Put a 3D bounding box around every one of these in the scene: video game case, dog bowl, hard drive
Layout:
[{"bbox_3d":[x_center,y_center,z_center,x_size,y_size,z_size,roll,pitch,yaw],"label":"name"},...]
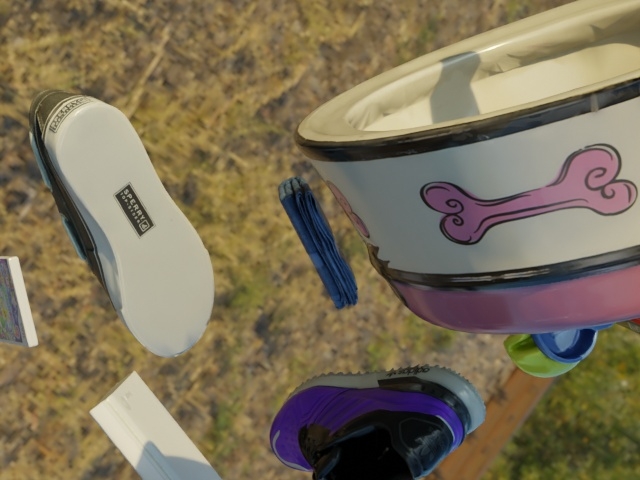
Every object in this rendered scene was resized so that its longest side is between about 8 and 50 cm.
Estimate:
[{"bbox_3d":[-0.310,0.058,1.174,0.011,0.087,0.122,-15,-172,-32],"label":"video game case"},{"bbox_3d":[0.197,-0.071,0.823,0.408,0.408,0.150,-37,112,-51],"label":"dog bowl"},{"bbox_3d":[-0.184,0.321,1.621,0.040,0.307,0.203,-38,-178,3],"label":"hard drive"}]

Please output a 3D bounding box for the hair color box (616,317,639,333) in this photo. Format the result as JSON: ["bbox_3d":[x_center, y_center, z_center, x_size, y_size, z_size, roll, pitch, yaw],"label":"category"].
[{"bbox_3d":[0.260,0.047,1.062,0.043,0.141,0.072,-63,157,-3],"label":"hair color box"}]

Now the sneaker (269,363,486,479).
[{"bbox_3d":[0.023,0.214,1.258,0.293,0.102,0.146,-21,-162,46],"label":"sneaker"}]

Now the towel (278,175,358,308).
[{"bbox_3d":[0.000,0.000,1.078,0.029,0.119,0.067,-27,-162,3],"label":"towel"}]

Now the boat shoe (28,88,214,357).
[{"bbox_3d":[-0.141,-0.013,0.859,0.078,0.070,0.219,-35,127,-23],"label":"boat shoe"}]

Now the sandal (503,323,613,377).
[{"bbox_3d":[0.208,-0.021,1.173,0.126,0.317,0.138,-31,-175,-27],"label":"sandal"}]
